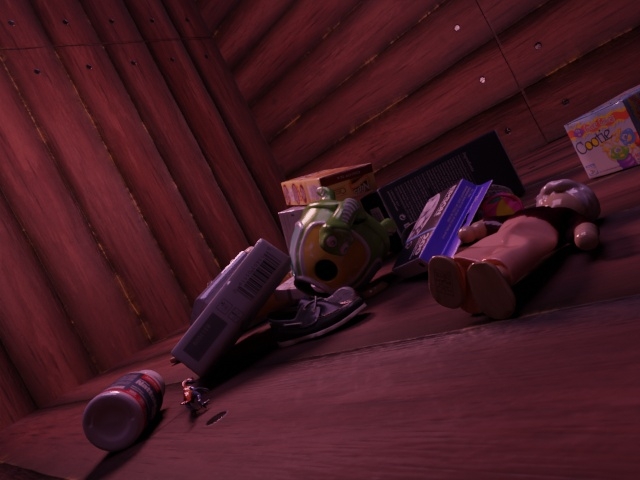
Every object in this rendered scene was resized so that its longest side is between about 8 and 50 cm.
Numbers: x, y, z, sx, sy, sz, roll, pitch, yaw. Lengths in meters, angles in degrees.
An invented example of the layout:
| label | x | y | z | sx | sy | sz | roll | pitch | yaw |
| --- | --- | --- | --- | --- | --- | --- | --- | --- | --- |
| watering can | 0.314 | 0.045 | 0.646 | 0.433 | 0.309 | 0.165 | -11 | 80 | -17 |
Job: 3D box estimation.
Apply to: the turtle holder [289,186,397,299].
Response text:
| label | x | y | z | sx | sy | sz | roll | pitch | yaw |
| --- | --- | --- | --- | --- | --- | --- | --- | --- | --- |
| turtle holder | 0.050 | 0.026 | 1.112 | 0.320 | 0.243 | 0.227 | -11 | 47 | 61 |

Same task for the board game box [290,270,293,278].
| label | x | y | z | sx | sy | sz | roll | pitch | yaw |
| --- | --- | --- | --- | --- | --- | --- | --- | --- | --- |
| board game box | 0.019 | 0.093 | 2.028 | 0.316 | 0.064 | 0.242 | -29 | 3 | -42 |

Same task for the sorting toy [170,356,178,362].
| label | x | y | z | sx | sy | sz | roll | pitch | yaw |
| --- | --- | --- | --- | --- | --- | --- | --- | --- | --- |
| sorting toy | -0.382 | 0.334 | 1.571 | 0.193 | 0.038 | 0.208 | -26 | 2 | 31 |

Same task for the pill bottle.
| label | x | y | z | sx | sy | sz | roll | pitch | yaw |
| --- | --- | --- | --- | --- | --- | --- | --- | --- | --- |
| pill bottle | -0.368 | 0.317 | 0.903 | 0.108 | 0.108 | 0.180 | -27 | 3 | 0 |

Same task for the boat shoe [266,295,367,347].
| label | x | y | z | sx | sy | sz | roll | pitch | yaw |
| --- | --- | --- | --- | --- | --- | --- | --- | --- | --- |
| boat shoe | -0.014 | 0.152 | 0.942 | 0.233 | 0.079 | 0.084 | -24 | 2 | 34 |

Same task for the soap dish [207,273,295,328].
| label | x | y | z | sx | sy | sz | roll | pitch | yaw |
| --- | --- | --- | --- | --- | --- | --- | --- | --- | --- |
| soap dish | -0.238 | 0.175 | 1.531 | 0.291 | 0.118 | 0.229 | -26 | 30 | -1 |

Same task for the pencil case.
| label | x | y | z | sx | sy | sz | roll | pitch | yaw |
| --- | --- | --- | --- | --- | --- | --- | --- | --- | --- |
| pencil case | 0.336 | -0.042 | 1.004 | 0.104 | 0.104 | 0.236 | -27 | 2 | -7 |

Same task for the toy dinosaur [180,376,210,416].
| label | x | y | z | sx | sy | sz | roll | pitch | yaw |
| --- | --- | --- | --- | --- | --- | --- | --- | --- | --- |
| toy dinosaur | -0.231 | 0.271 | 0.835 | 0.047 | 0.090 | 0.082 | -38 | 50 | -18 |

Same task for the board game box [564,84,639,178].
| label | x | y | z | sx | sy | sz | roll | pitch | yaw |
| --- | --- | --- | --- | --- | --- | --- | --- | --- | --- |
| board game box | 0.725 | -0.271 | 1.068 | 0.275 | 0.142 | 0.144 | -28 | 3 | -25 |

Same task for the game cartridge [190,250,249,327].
| label | x | y | z | sx | sy | sz | roll | pitch | yaw |
| --- | --- | --- | --- | --- | --- | --- | --- | --- | --- |
| game cartridge | -0.258 | 0.170 | 1.221 | 0.198 | 0.062 | 0.297 | -46 | -12 | -32 |

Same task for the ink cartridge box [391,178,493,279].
| label | x | y | z | sx | sy | sz | roll | pitch | yaw |
| --- | --- | --- | --- | --- | --- | --- | --- | --- | --- |
| ink cartridge box | 0.244 | -0.026 | 0.967 | 0.206 | 0.045 | 0.208 | -58 | 6 | -18 |

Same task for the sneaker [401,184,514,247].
| label | x | y | z | sx | sy | sz | roll | pitch | yaw |
| --- | --- | --- | --- | --- | --- | --- | --- | --- | --- |
| sneaker | 0.350 | -0.060 | 1.204 | 0.297 | 0.111 | 0.129 | -25 | -3 | 21 |

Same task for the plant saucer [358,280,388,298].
| label | x | y | z | sx | sy | sz | roll | pitch | yaw |
| --- | --- | --- | --- | --- | --- | --- | --- | --- | --- |
| plant saucer | 0.117 | 0.113 | 1.075 | 0.083 | 0.015 | 0.083 | -27 | 2 | 1 |

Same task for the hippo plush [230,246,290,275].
| label | x | y | z | sx | sy | sz | roll | pitch | yaw |
| --- | --- | --- | --- | --- | --- | --- | --- | --- | --- |
| hippo plush | -0.208 | 0.126 | 1.774 | 0.294 | 0.234 | 0.236 | -27 | 3 | 6 |

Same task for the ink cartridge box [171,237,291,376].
| label | x | y | z | sx | sy | sz | roll | pitch | yaw |
| --- | --- | --- | --- | --- | --- | --- | --- | --- | --- |
| ink cartridge box | -0.193 | 0.184 | 1.148 | 0.308 | 0.091 | 0.385 | -54 | -8 | -14 |

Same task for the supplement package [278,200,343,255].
| label | x | y | z | sx | sy | sz | roll | pitch | yaw |
| --- | --- | --- | --- | --- | --- | --- | --- | --- | --- |
| supplement package | 0.000 | 0.000 | 1.561 | 0.145 | 0.261 | 0.204 | -9 | 11 | 29 |

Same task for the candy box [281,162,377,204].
| label | x | y | z | sx | sy | sz | roll | pitch | yaw |
| --- | --- | --- | --- | --- | --- | --- | --- | --- | --- |
| candy box | 0.017 | -0.176 | 1.494 | 0.183 | 0.087 | 0.316 | -19 | 12 | -23 |

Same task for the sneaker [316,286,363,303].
| label | x | y | z | sx | sy | sz | roll | pitch | yaw |
| --- | --- | --- | --- | --- | --- | --- | --- | --- | --- |
| sneaker | 0.028 | 0.148 | 1.018 | 0.158 | 0.061 | 0.065 | -25 | -24 | 34 |

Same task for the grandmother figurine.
| label | x | y | z | sx | sy | sz | roll | pitch | yaw |
| --- | --- | --- | --- | --- | --- | --- | --- | --- | --- |
| grandmother figurine | 0.300 | -0.004 | 0.679 | 0.342 | 0.104 | 0.208 | -25 | 28 | -33 |

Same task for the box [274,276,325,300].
| label | x | y | z | sx | sy | sz | roll | pitch | yaw |
| --- | --- | --- | --- | --- | --- | --- | --- | --- | --- |
| box | -0.024 | 0.132 | 1.376 | 0.186 | 0.038 | 0.145 | -10 | 9 | 23 |

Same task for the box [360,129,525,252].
| label | x | y | z | sx | sy | sz | roll | pitch | yaw |
| --- | --- | --- | --- | --- | --- | --- | --- | --- | --- |
| box | 0.362 | -0.140 | 1.460 | 0.395 | 0.212 | 0.293 | -28 | 2 | -4 |
